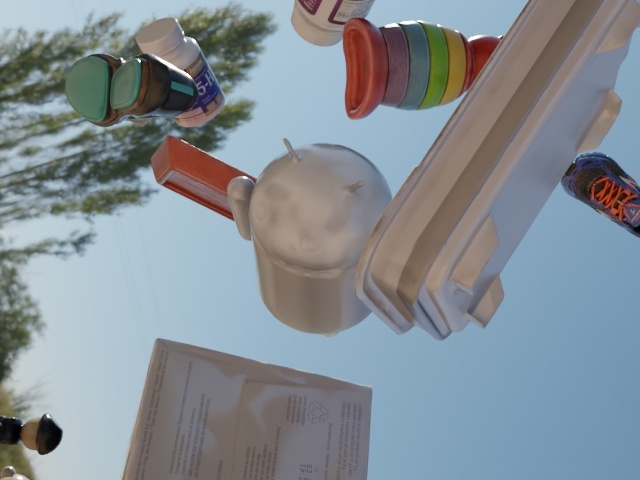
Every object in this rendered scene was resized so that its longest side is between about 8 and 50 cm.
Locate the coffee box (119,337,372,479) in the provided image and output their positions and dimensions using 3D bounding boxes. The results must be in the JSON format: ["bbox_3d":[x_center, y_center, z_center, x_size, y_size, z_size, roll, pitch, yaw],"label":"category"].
[{"bbox_3d":[-0.139,0.393,1.182,0.334,0.338,0.338,122,-22,-58],"label":"coffee box"}]

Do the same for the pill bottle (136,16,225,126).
[{"bbox_3d":[-0.266,-0.319,1.453,0.112,0.112,0.187,36,-19,45],"label":"pill bottle"}]

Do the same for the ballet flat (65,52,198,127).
[{"bbox_3d":[-0.241,-0.186,0.983,0.280,0.096,0.095,20,-79,53],"label":"ballet flat"}]

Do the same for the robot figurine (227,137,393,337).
[{"bbox_3d":[0.000,0.000,1.111,0.299,0.200,0.353,20,-33,12],"label":"robot figurine"}]

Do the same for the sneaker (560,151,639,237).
[{"bbox_3d":[0.459,-0.062,1.163,0.083,0.221,0.087,-58,-156,19],"label":"sneaker"}]

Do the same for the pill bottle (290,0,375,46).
[{"bbox_3d":[0.042,-0.522,1.503,0.169,0.169,0.301,60,-29,13],"label":"pill bottle"}]

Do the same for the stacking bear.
[{"bbox_3d":[0.200,-0.306,1.352,0.164,0.289,0.176,-156,-117,-74],"label":"stacking bear"}]

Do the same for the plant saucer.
[{"bbox_3d":[-0.184,-0.091,1.391,0.258,0.048,0.259,27,-11,-15],"label":"plant saucer"}]

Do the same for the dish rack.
[{"bbox_3d":[0.164,-0.060,0.634,0.072,0.333,0.285,31,-5,21],"label":"dish rack"}]

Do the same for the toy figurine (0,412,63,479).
[{"bbox_3d":[-0.451,0.362,1.072,0.213,0.148,0.210,-103,-161,-68],"label":"toy figurine"}]
